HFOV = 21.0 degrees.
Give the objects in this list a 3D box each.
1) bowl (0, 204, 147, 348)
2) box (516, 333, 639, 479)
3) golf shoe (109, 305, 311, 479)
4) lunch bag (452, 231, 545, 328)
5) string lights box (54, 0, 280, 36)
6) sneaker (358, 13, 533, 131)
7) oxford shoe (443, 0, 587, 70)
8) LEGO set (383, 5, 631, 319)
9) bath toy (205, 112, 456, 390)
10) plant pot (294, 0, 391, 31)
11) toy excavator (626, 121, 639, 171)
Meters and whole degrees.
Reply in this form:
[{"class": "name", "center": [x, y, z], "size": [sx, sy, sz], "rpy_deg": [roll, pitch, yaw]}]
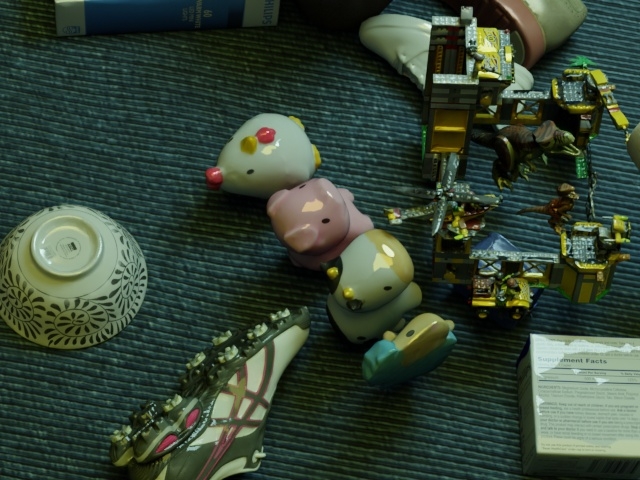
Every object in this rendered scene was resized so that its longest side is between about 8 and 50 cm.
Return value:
[{"class": "bowl", "center": [-0.267, 0.022, 1.824], "size": [0.170, 0.080, 0.170], "rpy_deg": [3, 61, -5]}, {"class": "box", "center": [0.276, 0.174, 1.808], "size": [0.126, 0.072, 0.137], "rpy_deg": [3, 63, -4]}, {"class": "golf shoe", "center": [-0.095, 0.173, 1.768], "size": [0.273, 0.105, 0.120], "rpy_deg": [-42, 105, -32]}, {"class": "lunch bag", "center": [0.195, 0.049, 1.867], "size": [0.098, 0.067, 0.065], "rpy_deg": [39, 63, 14]}, {"class": "string lights box", "center": [-0.183, -0.318, 2.014], "size": [0.260, 0.077, 0.133], "rpy_deg": [-3, 63, -8]}, {"class": "sneaker", "center": [0.134, -0.189, 1.988], "size": [0.212, 0.080, 0.094], "rpy_deg": [23, 76, 5]}, {"class": "oxford shoe", "center": [0.177, -0.357, 2.060], "size": [0.130, 0.123, 0.348], "rpy_deg": [-32, 80, -26]}, {"class": "LEGO set", "center": [0.211, -0.102, 1.810], "size": [0.255, 0.192, 0.331], "rpy_deg": [9, 54, 5]}, {"class": "bath toy", "center": [0.000, 0.000, 1.810], "size": [0.129, 0.151, 0.348], "rpy_deg": [-18, 57, -34]}, {"class": "plant pot", "center": [0.031, -0.347, 1.966], "size": [0.215, 0.230, 0.215], "rpy_deg": [3, 61, -5]}, {"class": "toy excavator", "center": [0.567, -0.167, 1.851], "size": [0.433, 0.445, 0.222], "rpy_deg": [-36, 67, 17]}]
